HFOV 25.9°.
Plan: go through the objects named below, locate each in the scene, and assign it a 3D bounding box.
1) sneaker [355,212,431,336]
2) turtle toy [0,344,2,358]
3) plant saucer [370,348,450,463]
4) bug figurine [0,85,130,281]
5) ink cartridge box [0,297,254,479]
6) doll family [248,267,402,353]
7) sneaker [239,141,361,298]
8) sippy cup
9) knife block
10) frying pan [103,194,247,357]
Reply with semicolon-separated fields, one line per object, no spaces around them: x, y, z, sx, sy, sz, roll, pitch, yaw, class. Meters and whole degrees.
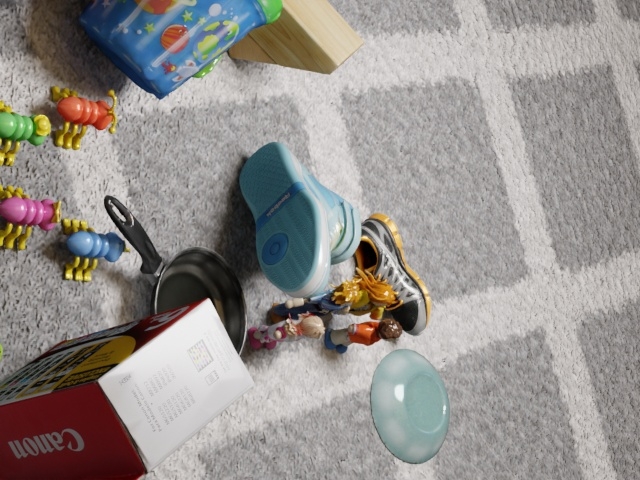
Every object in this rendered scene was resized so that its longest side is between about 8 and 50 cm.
0.109;0.064;2.309;0.083;0.084;0.215;-22;84;-45;sneaker
-0.447;0.106;1.731;0.130;0.066;0.095;56;46;-17;turtle toy
0.163;0.274;2.324;0.195;0.037;0.195;15;68;-42;plant saucer
-0.352;-0.088;1.887;0.216;0.072;0.279;3;76;-45;bug figurine
-0.286;0.211;1.685;0.272;0.309;0.130;-38;104;-45;ink cartridge box
0.017;0.102;2.136;0.263;0.163;0.118;5;74;-45;doll family
0.000;0.000;2.112;0.208;0.127;0.319;38;24;-37;sneaker
-0.211;-0.332;1.978;0.224;0.240;0.305;-47;125;-5;sippy cup
-0.080;-0.395;2.148;0.088;0.275;0.242;-47;141;-42;knife block
-0.216;0.086;1.958;0.326;0.053;0.197;29;60;-46;frying pan
